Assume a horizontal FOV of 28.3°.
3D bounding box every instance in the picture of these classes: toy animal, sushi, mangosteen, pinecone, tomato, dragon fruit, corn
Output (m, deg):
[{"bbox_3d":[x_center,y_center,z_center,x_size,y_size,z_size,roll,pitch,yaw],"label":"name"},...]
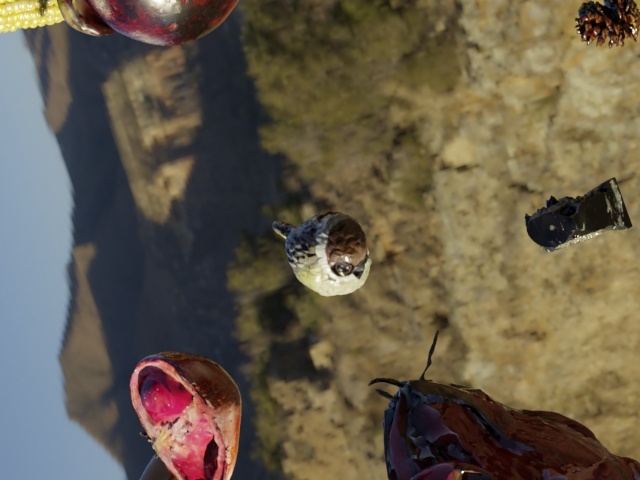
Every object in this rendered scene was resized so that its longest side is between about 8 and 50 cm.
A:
[{"bbox_3d":[0.000,0.000,1.465,0.137,0.098,0.098,42,164,19],"label":"toy animal"},{"bbox_3d":[0.260,-0.020,1.320,0.084,0.083,0.056,-15,99,51],"label":"sushi"},{"bbox_3d":[-0.178,-0.305,1.366,0.210,0.210,0.210,161,90,-84],"label":"mangosteen"},{"bbox_3d":[0.365,-0.277,1.608,0.077,0.083,0.077,60,-166,-25],"label":"pinecone"},{"bbox_3d":[-0.146,0.213,1.571,0.173,0.099,0.189,-32,89,51],"label":"tomato"},{"bbox_3d":[0.137,0.202,0.903,0.234,0.233,0.293,-144,33,-80],"label":"dragon fruit"},{"bbox_3d":[-0.414,-0.281,1.483,0.093,0.244,0.093,171,90,-69],"label":"corn"}]

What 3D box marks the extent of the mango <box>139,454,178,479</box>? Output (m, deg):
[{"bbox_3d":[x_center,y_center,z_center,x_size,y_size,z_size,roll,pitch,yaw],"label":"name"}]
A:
[{"bbox_3d":[-0.196,0.329,1.699,0.102,0.184,0.085,-1,140,49],"label":"mango"}]
